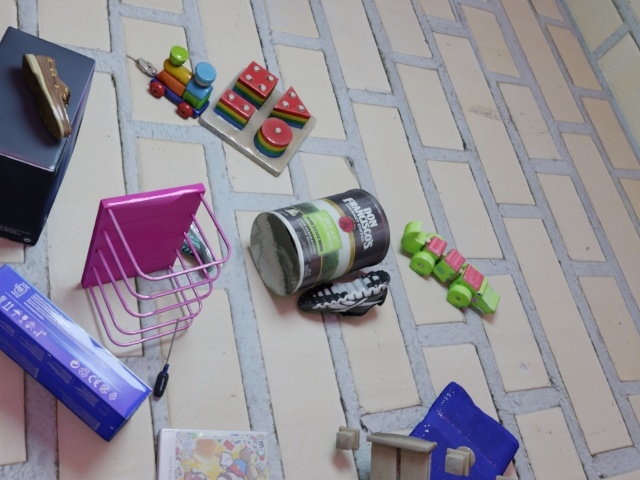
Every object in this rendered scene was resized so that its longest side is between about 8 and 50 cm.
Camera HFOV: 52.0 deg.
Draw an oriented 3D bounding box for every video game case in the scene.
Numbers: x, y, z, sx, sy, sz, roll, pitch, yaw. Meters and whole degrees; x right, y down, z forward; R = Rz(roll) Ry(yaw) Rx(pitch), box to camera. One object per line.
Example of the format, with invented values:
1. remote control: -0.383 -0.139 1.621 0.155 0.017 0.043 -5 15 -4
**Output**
1. video game case: -0.206 0.475 1.280 0.227 0.026 0.206 10 58 -25

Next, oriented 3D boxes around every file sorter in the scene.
1. file sorter: -0.323 0.058 1.287 0.202 0.290 0.182 -14 64 -35

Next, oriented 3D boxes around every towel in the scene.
1. towel: 0.307 0.507 1.526 0.228 0.076 0.308 43 50 10

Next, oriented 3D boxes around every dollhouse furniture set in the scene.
1. dollhouse furniture set: 0.216 0.563 1.387 0.174 0.356 0.303 4 89 -60

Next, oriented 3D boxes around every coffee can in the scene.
1. coffee can: 0.000 0.000 1.574 0.275 0.201 0.201 -17 71 -35

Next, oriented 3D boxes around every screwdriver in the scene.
1. screwdriver: -0.300 0.235 1.309 0.025 0.170 0.024 22 8 7

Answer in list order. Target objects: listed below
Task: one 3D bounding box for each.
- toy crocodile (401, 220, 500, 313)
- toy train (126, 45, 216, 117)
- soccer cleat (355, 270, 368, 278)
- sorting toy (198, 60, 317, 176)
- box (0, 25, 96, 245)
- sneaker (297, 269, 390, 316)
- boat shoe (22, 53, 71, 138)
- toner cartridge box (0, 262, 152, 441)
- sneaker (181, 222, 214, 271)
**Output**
1. toy crocodile: 0.357 0.074 1.791 0.340 0.105 0.115 41 50 -2
2. toy train: -0.381 -0.440 1.666 0.248 0.143 0.105 37 50 -5
3. soccer cleat: 0.119 0.112 1.684 0.083 0.029 0.035 48 46 -1
4. sorting toy: -0.150 -0.344 1.772 0.255 0.089 0.257 35 50 -6
5. box: -0.590 -0.197 1.302 0.183 0.294 0.296 18 55 -19
6. sneaker: 0.062 0.150 1.595 0.234 0.106 0.078 -15 35 -12
7. boat shoe: -0.478 -0.263 1.175 0.060 0.064 0.178 -16 70 -36
8. toner cartridge box: -0.479 0.210 1.200 0.348 0.165 0.075 42 50 -1
9. sneaker: -0.302 0.007 1.501 0.076 0.065 0.166 -26 73 -21
